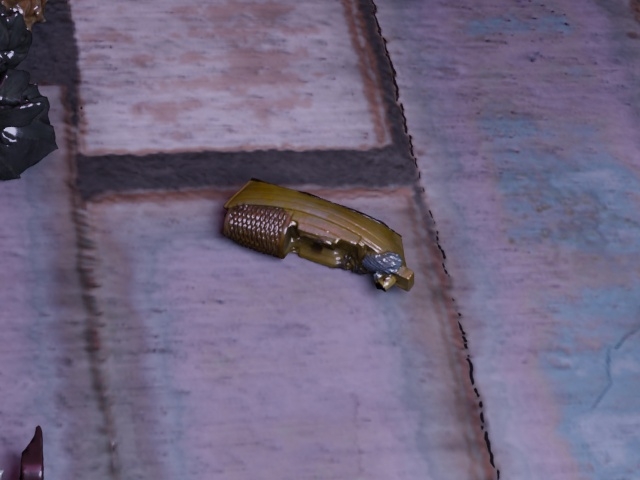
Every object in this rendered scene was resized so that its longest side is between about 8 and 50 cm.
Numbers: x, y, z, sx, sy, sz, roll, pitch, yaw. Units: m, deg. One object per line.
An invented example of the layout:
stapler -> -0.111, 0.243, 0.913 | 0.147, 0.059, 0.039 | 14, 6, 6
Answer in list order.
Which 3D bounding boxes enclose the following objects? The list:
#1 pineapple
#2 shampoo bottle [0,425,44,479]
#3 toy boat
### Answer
pineapple -> -0.254, -0.148, 1.295 | 0.119, 0.111, 0.237 | -14, 56, 21
shampoo bottle -> -0.290, 0.147, 1.064 | 0.236, 0.067, 0.068 | 1, 69, -10
toy boat -> 0.000, 0.000, 1.245 | 0.149, 0.047, 0.049 | 20, 64, 11
